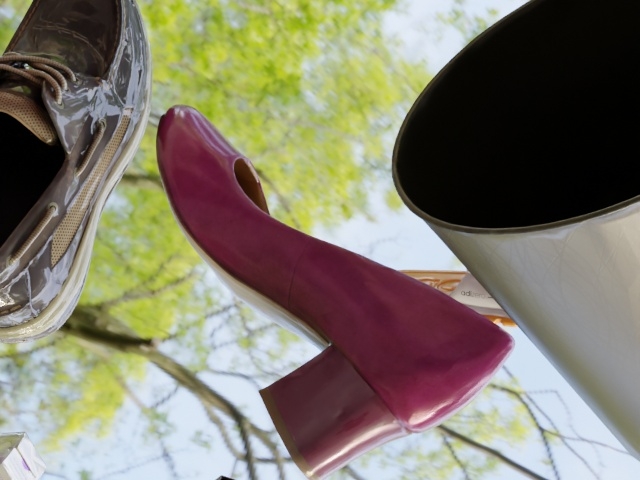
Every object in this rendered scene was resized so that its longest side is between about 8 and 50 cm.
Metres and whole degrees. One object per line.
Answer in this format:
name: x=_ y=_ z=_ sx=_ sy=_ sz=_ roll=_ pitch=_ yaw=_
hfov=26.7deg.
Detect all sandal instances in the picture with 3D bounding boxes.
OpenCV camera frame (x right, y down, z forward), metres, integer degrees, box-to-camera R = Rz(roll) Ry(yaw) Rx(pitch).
sandal: x=0.141 y=0.025 z=1.210 sx=0.265 sy=0.102 sz=0.076 roll=0 pitch=-71 yaw=23

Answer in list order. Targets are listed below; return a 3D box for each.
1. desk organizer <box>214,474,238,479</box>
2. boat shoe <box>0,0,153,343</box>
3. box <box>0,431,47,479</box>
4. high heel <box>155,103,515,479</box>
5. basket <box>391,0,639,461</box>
desk organizer: x=-0.085 y=0.249 z=1.225 sx=0.050 sy=0.130 sz=0.047 roll=-39 pitch=-86 yaw=10
boat shoe: x=-0.230 y=-0.093 z=1.135 sx=0.132 sy=0.130 sz=0.355 roll=4 pitch=-112 yaw=9
box: x=-0.506 y=0.296 z=1.751 sx=0.324 sy=0.067 sz=0.063 roll=-8 pitch=-151 yaw=29
high heel: x=0.000 y=0.000 z=1.069 sx=0.181 sy=0.127 sz=0.377 roll=-32 pitch=-120 yaw=6
basket: x=0.167 y=0.004 z=0.645 sx=0.204 sy=0.227 sz=0.154 roll=-29 pitch=-141 yaw=2
